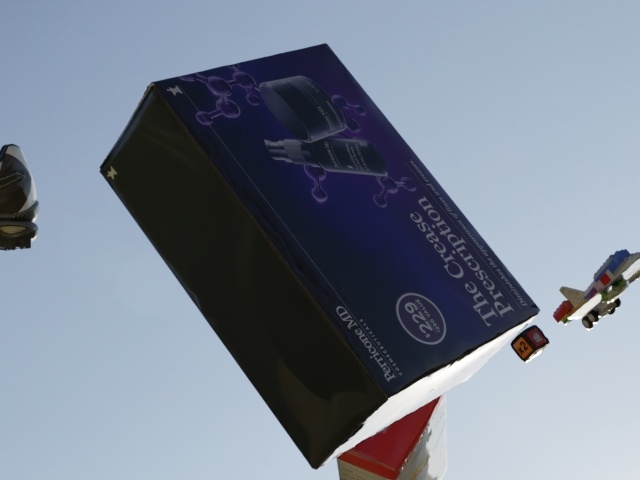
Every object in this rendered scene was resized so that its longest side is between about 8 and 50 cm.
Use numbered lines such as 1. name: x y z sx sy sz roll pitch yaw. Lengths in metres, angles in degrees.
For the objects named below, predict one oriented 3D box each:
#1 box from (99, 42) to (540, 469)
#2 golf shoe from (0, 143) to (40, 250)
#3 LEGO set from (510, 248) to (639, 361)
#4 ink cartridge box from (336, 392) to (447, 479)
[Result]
1. box: 0.000 0.000 0.876 0.184 0.261 0.103 -23 -20 -44
2. golf shoe: -0.314 -0.032 0.948 0.198 0.077 0.094 -5 -83 -28
3. LEGO set: 0.261 0.009 1.053 0.244 0.060 0.182 -43 -18 17
4. ink cartridge box: 0.084 0.235 1.437 0.078 0.134 0.231 20 -37 22
